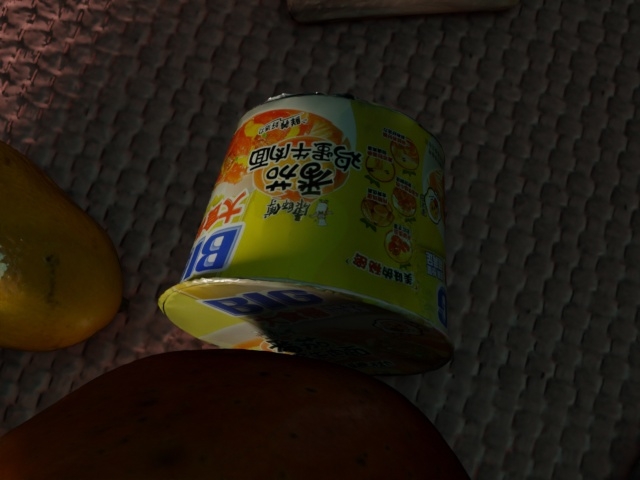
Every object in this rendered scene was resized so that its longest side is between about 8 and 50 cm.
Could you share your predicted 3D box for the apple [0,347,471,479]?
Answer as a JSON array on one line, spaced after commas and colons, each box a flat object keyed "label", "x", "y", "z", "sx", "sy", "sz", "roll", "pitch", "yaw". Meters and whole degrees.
[{"label": "apple", "x": -0.039, "y": 0.231, "z": 0.482, "sx": 0.329, "sy": 0.365, "sz": 0.295, "roll": 42, "pitch": 114, "yaw": 39}]

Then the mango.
[{"label": "mango", "x": -0.242, "y": -0.011, "z": 0.610, "sx": 0.227, "sy": 0.147, "sz": 0.109, "roll": 41, "pitch": 120, "yaw": 8}]

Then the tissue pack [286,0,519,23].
[{"label": "tissue pack", "x": 0.062, "y": -0.362, "z": 0.671, "sx": 0.239, "sy": 0.238, "sz": 0.305, "roll": -5, "pitch": 77, "yaw": -5}]

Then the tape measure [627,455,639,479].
[{"label": "tape measure", "x": 0.354, "y": 0.221, "z": 0.588, "sx": 0.275, "sy": 0.147, "sz": 0.256, "roll": -20, "pitch": 78, "yaw": -9}]

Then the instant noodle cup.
[{"label": "instant noodle cup", "x": 0.000, "y": 0.000, "z": 0.605, "sx": 0.205, "sy": 0.205, "sz": 0.153, "roll": 10, "pitch": 66, "yaw": -1}]
